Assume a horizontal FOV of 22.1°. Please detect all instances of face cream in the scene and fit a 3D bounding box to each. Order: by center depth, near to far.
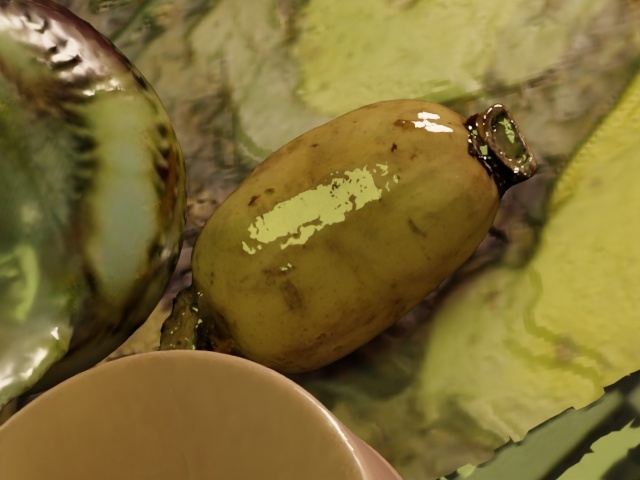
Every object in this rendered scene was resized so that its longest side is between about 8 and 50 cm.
[{"bbox_3d":[-0.031,0.117,0.461,0.149,0.104,0.149,-12,58,20],"label":"face cream"}]

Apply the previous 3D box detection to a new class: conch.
[{"bbox_3d":[-0.125,-0.006,0.518,0.124,0.181,0.187,-21,45,28],"label":"conch"}]

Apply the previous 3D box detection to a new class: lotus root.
[{"bbox_3d":[0.000,0.000,0.540,0.152,0.063,0.072,-36,63,2],"label":"lotus root"}]

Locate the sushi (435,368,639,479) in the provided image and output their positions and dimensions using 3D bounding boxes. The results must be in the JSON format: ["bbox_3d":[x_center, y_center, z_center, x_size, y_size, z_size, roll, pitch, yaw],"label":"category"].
[{"bbox_3d":[0.162,0.111,0.271,0.339,0.069,0.320,-30,56,6],"label":"sushi"}]
